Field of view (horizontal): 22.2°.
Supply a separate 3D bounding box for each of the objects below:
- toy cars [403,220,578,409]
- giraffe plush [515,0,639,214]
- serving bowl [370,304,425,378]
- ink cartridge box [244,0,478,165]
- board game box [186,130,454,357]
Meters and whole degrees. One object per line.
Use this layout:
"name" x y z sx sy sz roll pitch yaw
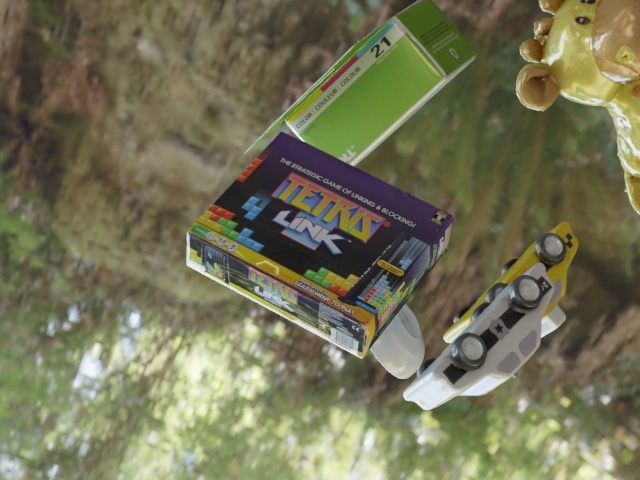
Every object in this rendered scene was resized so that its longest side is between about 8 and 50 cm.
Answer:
"toy cars" 0.206 0.092 1.750 0.087 0.176 0.394 46 -160 2
"giraffe plush" 0.243 -0.133 1.212 0.170 0.210 0.181 35 -140 -18
"serving bowl" 0.063 0.073 1.370 0.083 0.027 0.083 45 -154 -30
"ink cartridge box" 0.047 -0.155 1.810 0.097 0.189 0.255 48 -151 -1
"board game box" 0.000 0.000 1.319 0.170 0.048 0.141 27 -127 18
